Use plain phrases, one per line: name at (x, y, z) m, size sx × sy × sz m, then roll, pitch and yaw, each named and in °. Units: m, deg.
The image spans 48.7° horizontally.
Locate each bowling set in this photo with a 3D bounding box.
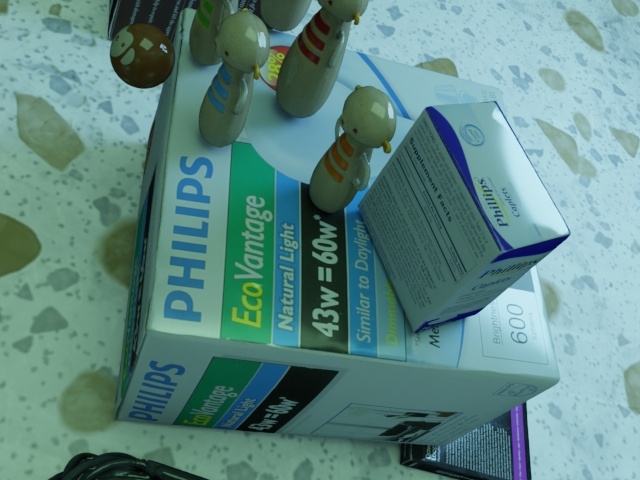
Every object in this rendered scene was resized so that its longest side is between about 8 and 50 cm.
bowling set at (-0.060, -0.165, 0.571) m, size 0.199 × 0.154 × 0.287 m, roll -4°, pitch 61°, yaw -24°

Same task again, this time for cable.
cable at (-0.169, 0.264, 0.613) m, size 0.184 × 0.047 × 0.151 m, roll 24°, pitch 58°, yaw -16°

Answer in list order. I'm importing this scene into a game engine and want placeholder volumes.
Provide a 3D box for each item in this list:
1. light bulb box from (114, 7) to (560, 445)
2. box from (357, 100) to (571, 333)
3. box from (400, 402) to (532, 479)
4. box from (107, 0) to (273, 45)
light bulb box at (0.000, 0.000, 0.728) m, size 0.360 × 0.225 × 0.358 m, roll 9°, pitch 57°, yaw -18°
box at (0.104, -0.017, 0.553) m, size 0.072 × 0.137 × 0.126 m, roll -10°, pitch 65°, yaw -27°
box at (0.170, 0.219, 0.821) m, size 0.162 × 0.029 × 0.116 m, roll 20°, pitch 53°, yaw -17°
box at (-0.160, -0.356, 0.918) m, size 0.203 × 0.167 × 0.169 m, roll 6°, pitch 59°, yaw -25°
